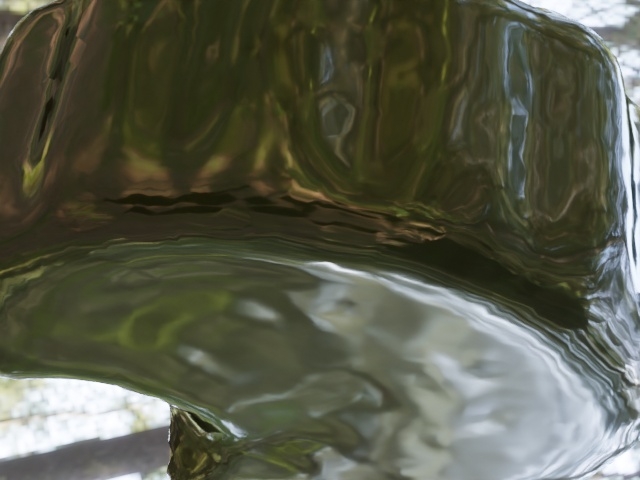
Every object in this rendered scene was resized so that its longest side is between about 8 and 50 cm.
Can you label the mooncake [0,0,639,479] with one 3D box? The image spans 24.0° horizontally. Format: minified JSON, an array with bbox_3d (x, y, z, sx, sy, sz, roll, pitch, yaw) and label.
[{"bbox_3d":[0.000,0.000,0.741,0.351,0.351,0.187,-27,-137,43],"label":"mooncake"}]
